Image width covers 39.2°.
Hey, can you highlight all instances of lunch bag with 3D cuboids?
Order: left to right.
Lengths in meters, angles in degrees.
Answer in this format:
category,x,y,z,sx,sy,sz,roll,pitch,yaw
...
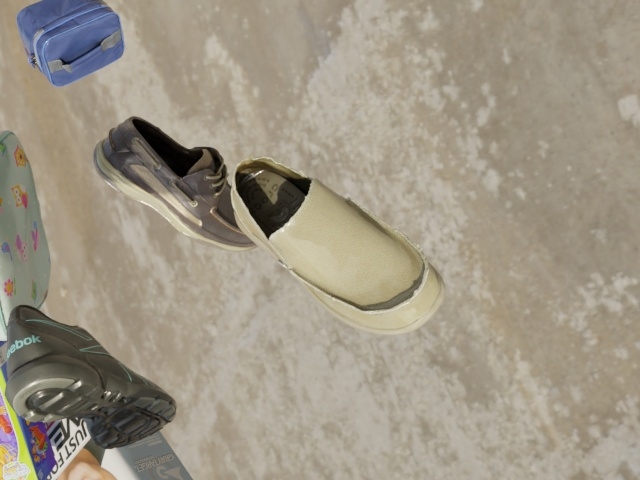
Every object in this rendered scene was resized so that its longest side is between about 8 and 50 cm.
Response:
category,x,y,z,sx,sy,sz,roll,pitch,yaw
lunch bag,-0.469,-0.009,1.240,0.224,0.107,0.279,-83,-12,-70
lunch bag,-0.245,-0.198,0.882,0.065,0.098,0.067,43,154,27

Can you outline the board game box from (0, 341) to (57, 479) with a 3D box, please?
category,x,y,z,sx,sy,sz,roll,pitch,yaw
board game box,-0.613,0.289,1.382,0.078,0.347,0.233,-79,-24,-75

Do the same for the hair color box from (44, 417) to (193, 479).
category,x,y,z,sx,sy,sz,roll,pitch,yaw
hair color box,-0.342,0.388,1.474,0.374,0.113,0.185,50,114,20

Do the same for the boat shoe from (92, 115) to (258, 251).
category,x,y,z,sx,sy,sz,roll,pitch,yaw
boat shoe,-0.230,-0.099,1.617,0.130,0.355,0.132,-45,29,32

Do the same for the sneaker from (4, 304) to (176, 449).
category,x,y,z,sx,sy,sz,roll,pitch,yaw
sneaker,-0.240,0.146,0.960,0.106,0.101,0.267,60,-176,30

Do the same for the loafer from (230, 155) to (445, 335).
category,x,y,z,sx,sy,sz,roll,pitch,yaw
loafer,0.000,0.000,0.875,0.268,0.102,0.092,30,168,32
